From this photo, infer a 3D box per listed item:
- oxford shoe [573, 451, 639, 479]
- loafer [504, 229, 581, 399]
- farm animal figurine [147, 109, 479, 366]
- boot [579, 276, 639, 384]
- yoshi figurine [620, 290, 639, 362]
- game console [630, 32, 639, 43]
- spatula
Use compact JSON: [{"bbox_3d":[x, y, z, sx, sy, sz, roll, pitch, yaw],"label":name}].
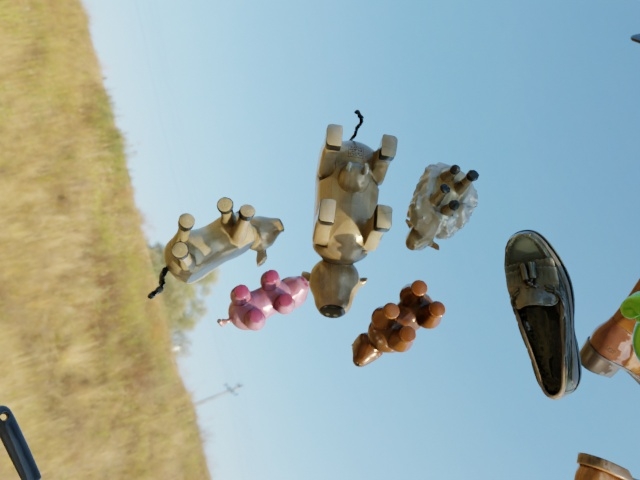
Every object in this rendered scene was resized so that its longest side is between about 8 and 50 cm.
[{"bbox_3d":[0.459,0.381,1.016,0.076,0.212,0.076,122,-10,-72],"label":"oxford shoe"},{"bbox_3d":[0.344,0.113,1.082,0.096,0.084,0.267,-16,-95,26],"label":"loafer"},{"bbox_3d":[0.000,0.000,0.877,0.330,0.326,0.172,25,-22,0],"label":"farm animal figurine"},{"bbox_3d":[0.677,0.158,1.366,0.096,0.264,0.280,-90,-159,-55],"label":"boot"},{"bbox_3d":[0.434,0.137,0.783,0.203,0.362,0.203,11,-76,25],"label":"yoshi figurine"},{"bbox_3d":[0.364,-0.204,0.629,0.107,0.071,0.122,-63,-156,20],"label":"game console"},{"bbox_3d":[-0.406,0.372,1.022,0.296,0.084,0.030,57,-44,10],"label":"spatula"}]
